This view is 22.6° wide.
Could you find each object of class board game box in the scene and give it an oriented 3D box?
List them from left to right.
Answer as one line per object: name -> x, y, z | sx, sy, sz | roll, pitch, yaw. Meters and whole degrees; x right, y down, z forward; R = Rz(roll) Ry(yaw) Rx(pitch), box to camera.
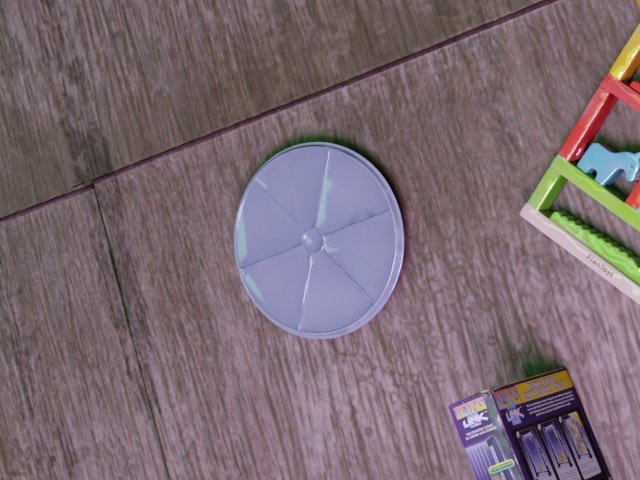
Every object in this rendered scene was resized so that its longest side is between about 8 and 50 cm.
board game box -> 0.196, 0.196, 1.452 | 0.048, 0.170, 0.141 | -28, 78, 30

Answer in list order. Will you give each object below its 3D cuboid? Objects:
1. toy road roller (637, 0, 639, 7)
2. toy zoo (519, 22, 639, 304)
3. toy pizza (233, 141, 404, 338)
toy road roller -> 0.398, -0.182, 1.210 | 0.329, 0.240, 0.202 | 22, 133, 2
toy zoo -> 0.331, -0.090, 1.438 | 0.192, 0.030, 0.293 | 38, 110, 24
toy pizza -> 0.000, 0.000, 1.638 | 0.201, 0.032, 0.201 | 1, 92, 30
